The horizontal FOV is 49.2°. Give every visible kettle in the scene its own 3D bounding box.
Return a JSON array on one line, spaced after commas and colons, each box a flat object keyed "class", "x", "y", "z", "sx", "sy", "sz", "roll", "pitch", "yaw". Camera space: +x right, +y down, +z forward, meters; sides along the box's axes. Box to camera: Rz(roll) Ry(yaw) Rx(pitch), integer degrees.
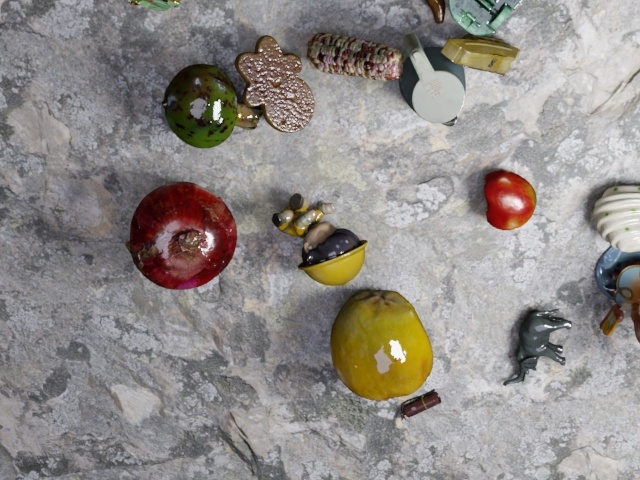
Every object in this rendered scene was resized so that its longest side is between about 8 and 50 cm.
[{"class": "kettle", "x": 0.249, "y": -0.370, "z": 1.581, "sx": 0.159, "sy": 0.243, "sz": 0.211, "roll": -22, "pitch": 107, "yaw": 13}]

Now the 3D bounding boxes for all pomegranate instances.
[{"class": "pomegranate", "x": -0.259, "y": -0.317, "z": 1.690, "sx": 0.247, "sy": 0.202, "sz": 0.202, "roll": 0, "pitch": 115, "yaw": -28}]

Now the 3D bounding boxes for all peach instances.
[{"class": "peach", "x": 0.471, "y": -0.108, "z": 1.742, "sx": 0.151, "sy": 0.151, "sz": 0.118, "roll": 1, "pitch": 156, "yaw": 5}]

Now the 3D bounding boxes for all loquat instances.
[{"class": "loquat", "x": 0.160, "y": 0.277, "z": 1.843, "sx": 0.276, "sy": 0.276, "sz": 0.284, "roll": -4, "pitch": 108, "yaw": 6}]

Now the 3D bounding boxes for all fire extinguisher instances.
[{"class": "fire extinguisher", "x": 0.283, "y": 0.479, "z": 2.024, "sx": 0.132, "sy": 0.039, "sz": 0.056, "roll": -29, "pitch": 74, "yaw": 16}]

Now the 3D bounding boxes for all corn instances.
[{"class": "corn", "x": 0.079, "y": -0.418, "z": 1.591, "sx": 0.280, "sy": 0.092, "sz": 0.092, "roll": 22, "pitch": 119, "yaw": 40}]

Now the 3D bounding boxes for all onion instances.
[{"class": "onion", "x": -0.347, "y": -0.008, "z": 1.769, "sx": 0.276, "sy": 0.276, "sz": 0.276, "roll": 2, "pitch": 112, "yaw": 4}]

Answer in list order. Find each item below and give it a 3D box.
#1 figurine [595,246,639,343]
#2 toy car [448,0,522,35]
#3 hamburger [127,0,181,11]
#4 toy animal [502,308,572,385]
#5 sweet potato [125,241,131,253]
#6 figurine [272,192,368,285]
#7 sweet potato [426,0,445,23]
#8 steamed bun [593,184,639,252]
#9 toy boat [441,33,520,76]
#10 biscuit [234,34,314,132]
[{"class": "figurine", "x": 0.826, "y": 0.176, "z": 1.669, "sx": 0.248, "sy": 0.388, "sz": 0.277, "roll": 31, "pitch": 109, "yaw": -9}, {"class": "toy car", "x": 0.411, "y": -0.599, "z": 1.538, "sx": 0.136, "sy": 0.125, "sz": 0.306, "roll": 37, "pitch": 112, "yaw": -8}, {"class": "hamburger", "x": -0.360, "y": -0.640, "z": 1.593, "sx": 0.235, "sy": 0.125, "sz": 0.214, "roll": -18, "pitch": 115, "yaw": 15}, {"class": "toy animal", "x": 0.597, "y": 0.299, "z": 1.905, "sx": 0.137, "sy": 0.082, "sz": 0.270, "roll": 11, "pitch": 116, "yaw": 4}, {"class": "sweet potato", "x": -0.429, "y": 0.050, "z": 1.908, "sx": 0.218, "sy": 0.051, "sz": 0.065, "roll": 17, "pitch": 111, "yaw": -2}, {"class": "figurine", "x": -0.002, "y": 0.003, "z": 1.797, "sx": 0.257, "sy": 0.192, "sz": 0.167, "roll": 45, "pitch": 138, "yaw": 12}, {"class": "sweet potato", "x": 0.240, "y": -0.622, "z": 1.584, "sx": 0.057, "sy": 0.057, "sz": 0.265, "roll": -9, "pitch": 115, "yaw": 8}, {"class": "steamed bun", "x": 0.765, "y": -0.057, "z": 1.709, "sx": 0.182, "sy": 0.106, "sz": 0.183, "roll": -1, "pitch": 85, "yaw": 10}, {"class": "toy boat", "x": 0.363, "y": -0.429, "z": 1.593, "sx": 0.226, "sy": 0.088, "sz": 0.068, "roll": -3, "pitch": 142, "yaw": -35}, {"class": "biscuit", "x": -0.105, "y": -0.368, "z": 1.685, "sx": 0.180, "sy": 0.039, "sz": 0.236, "roll": -41, "pitch": 113, "yaw": -17}]
